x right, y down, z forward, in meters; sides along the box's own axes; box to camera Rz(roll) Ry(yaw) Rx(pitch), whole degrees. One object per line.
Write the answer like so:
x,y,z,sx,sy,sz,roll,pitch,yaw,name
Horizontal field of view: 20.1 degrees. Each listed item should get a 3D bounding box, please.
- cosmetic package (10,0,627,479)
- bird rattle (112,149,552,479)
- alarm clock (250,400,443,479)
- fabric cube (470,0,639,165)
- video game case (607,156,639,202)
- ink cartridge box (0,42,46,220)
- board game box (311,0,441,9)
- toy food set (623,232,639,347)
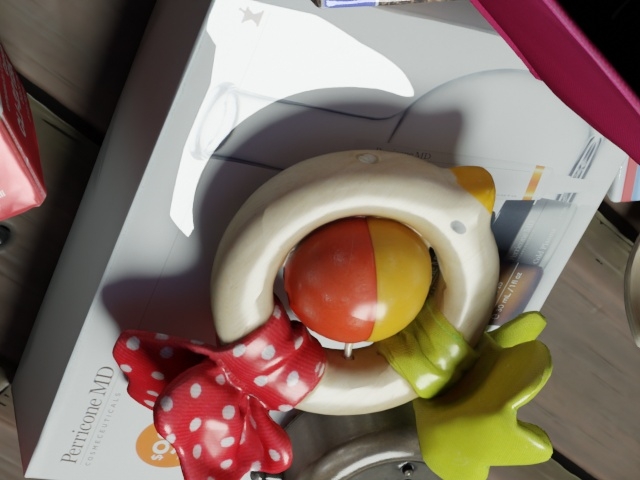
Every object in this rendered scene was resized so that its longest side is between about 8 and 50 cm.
0.000,0.000,1.108,0.284,0.097,0.377,11,124,-22,cosmetic package
0.010,0.042,1.033,0.253,0.143,0.207,3,116,-2,bird rattle
0.017,0.152,1.137,0.192,0.064,0.129,6,127,-18,alarm clock
0.153,-0.187,0.687,0.259,0.258,0.254,-42,116,5,fabric cube
0.330,-0.124,1.154,0.285,0.025,0.204,-6,130,-12,video game case
-0.285,-0.112,0.913,0.197,0.114,0.273,-21,132,1,ink cartridge box
0.122,-0.249,0.875,0.291,0.141,0.232,-6,114,-13,board game box
0.357,-0.035,1.156,0.219,0.092,0.306,13,123,-25,toy food set
